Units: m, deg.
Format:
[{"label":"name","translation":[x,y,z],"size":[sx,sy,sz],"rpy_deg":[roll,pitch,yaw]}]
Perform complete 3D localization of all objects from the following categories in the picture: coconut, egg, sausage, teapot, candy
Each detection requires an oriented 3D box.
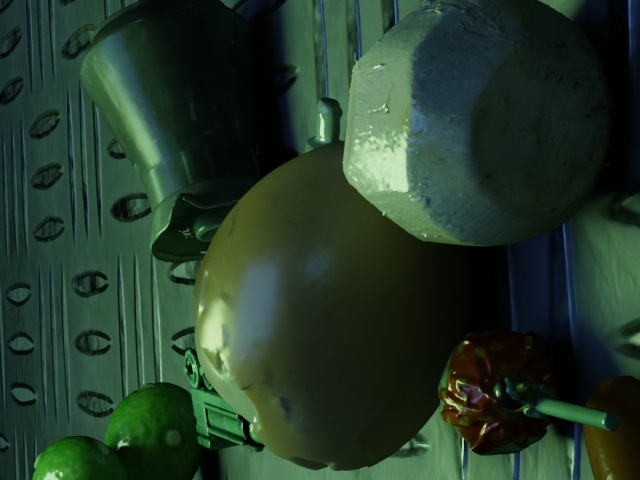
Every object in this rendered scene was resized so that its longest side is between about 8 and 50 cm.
[{"label":"coconut","translation":[0.093,-0.076,1.072],"size":[0.162,0.161,0.161],"rpy_deg":[14,105,59]},{"label":"egg","translation":[0.012,0.041,1.233],"size":[0.244,0.201,0.201],"rpy_deg":[-67,30,23]},{"label":"sausage","translation":[0.187,0.145,0.983],"size":[0.062,0.054,0.183],"rpy_deg":[-50,39,34]},{"label":"teapot","translation":[-0.122,-0.100,1.651],"size":[0.203,0.171,0.225],"rpy_deg":[52,-160,-70]},{"label":"candy","translation":[0.130,0.099,1.023],"size":[0.288,0.078,0.084],"rpy_deg":[-178,83,-82]}]

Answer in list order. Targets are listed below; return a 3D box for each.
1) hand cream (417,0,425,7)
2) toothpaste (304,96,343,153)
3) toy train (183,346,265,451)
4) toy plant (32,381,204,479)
[{"label":"hand cream","translation":[0.094,-0.230,1.237],"size":[0.057,0.037,0.165],"rpy_deg":[-170,87,-69]},{"label":"toothpaste","translation":[0.000,0.000,1.482],"size":[0.067,0.037,0.255],"rpy_deg":[40,132,56]},{"label":"toy train","translation":[-0.079,0.152,1.665],"size":[0.170,0.071,0.111],"rpy_deg":[-177,76,-68]},{"label":"toy plant","translation":[-0.193,0.277,1.812],"size":[0.175,0.218,0.235],"rpy_deg":[-16,89,43]}]
